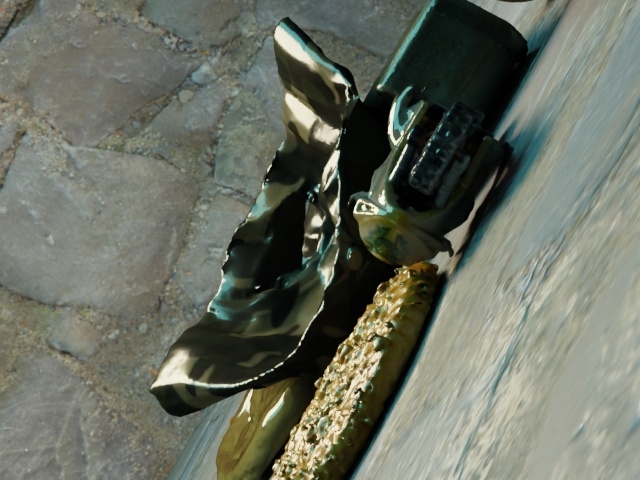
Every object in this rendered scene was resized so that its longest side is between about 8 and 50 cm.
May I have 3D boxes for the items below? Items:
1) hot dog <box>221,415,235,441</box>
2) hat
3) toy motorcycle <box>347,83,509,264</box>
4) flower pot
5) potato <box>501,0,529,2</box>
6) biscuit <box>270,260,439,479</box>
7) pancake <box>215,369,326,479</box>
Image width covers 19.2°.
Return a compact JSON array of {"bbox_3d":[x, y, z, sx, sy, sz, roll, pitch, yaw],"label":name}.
[{"bbox_3d":[-0.068,0.201,2.033,0.056,0.041,0.133,-62,11,-22],"label":"hot dog"},{"bbox_3d":[0.000,0.000,1.768,0.382,0.257,0.366,11,-79,-65],"label":"hat"},{"bbox_3d":[0.080,-0.047,1.439,0.129,0.094,0.229,-63,-5,6],"label":"toy motorcycle"},{"bbox_3d":[0.110,-0.144,1.699,0.108,0.103,0.229,-60,2,-3],"label":"flower pot"},{"bbox_3d":[0.187,-0.278,1.727,0.147,0.112,0.112,-54,0,-32],"label":"potato"},{"bbox_3d":[0.015,0.125,1.421,0.254,0.035,0.254,-61,3,6],"label":"biscuit"},{"bbox_3d":[-0.049,0.150,1.889,0.242,0.050,0.242,-57,8,12],"label":"pancake"}]
